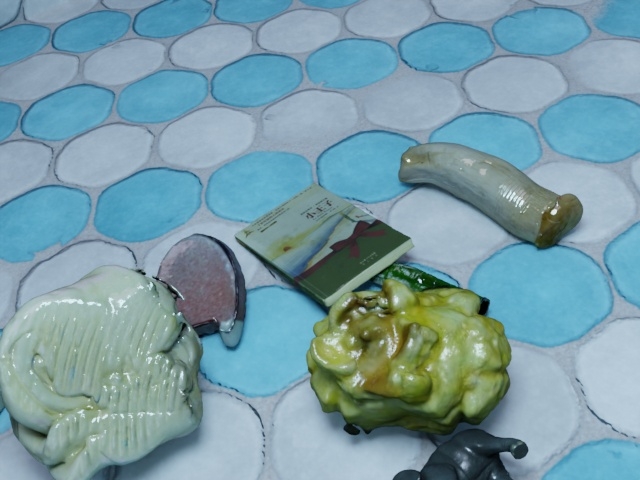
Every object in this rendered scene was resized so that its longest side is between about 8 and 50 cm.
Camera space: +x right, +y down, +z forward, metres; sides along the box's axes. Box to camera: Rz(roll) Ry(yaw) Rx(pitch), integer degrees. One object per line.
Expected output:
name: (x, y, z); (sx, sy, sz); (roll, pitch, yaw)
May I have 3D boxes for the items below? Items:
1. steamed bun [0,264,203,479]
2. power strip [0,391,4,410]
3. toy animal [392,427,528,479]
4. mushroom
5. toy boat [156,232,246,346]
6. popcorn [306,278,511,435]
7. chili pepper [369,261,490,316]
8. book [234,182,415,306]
steamed bun: (-0.317, 0.185, 1.076); (0.280, 0.207, 0.268); (-24, 90, -20)
power strip: (-0.605, 0.361, 1.062); (0.091, 0.062, 0.385); (8, 47, 21)
toy animal: (0.150, 0.325, 0.926); (0.269, 0.082, 0.137); (-29, 13, -16)
mushroom: (0.297, -0.097, 1.337); (0.351, 0.095, 0.123); (28, 74, 34)
toy boat: (-0.198, 0.094, 1.257); (0.155, 0.085, 0.227); (-18, 56, 5)
popcorn: (0.117, 0.161, 1.027); (0.286, 0.252, 0.215); (-5, 85, 16)
chili pepper: (0.156, 0.087, 1.203); (0.227, 0.059, 0.088); (23, 58, 32)
book: (0.000, 0.000, 1.309); (0.201, 0.026, 0.289); (-35, 40, -22)
